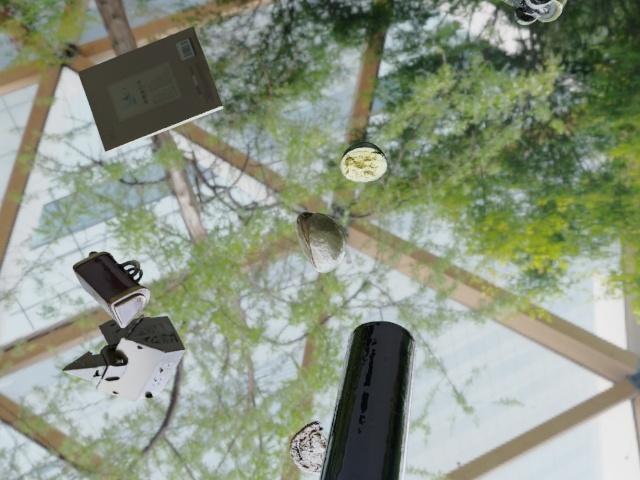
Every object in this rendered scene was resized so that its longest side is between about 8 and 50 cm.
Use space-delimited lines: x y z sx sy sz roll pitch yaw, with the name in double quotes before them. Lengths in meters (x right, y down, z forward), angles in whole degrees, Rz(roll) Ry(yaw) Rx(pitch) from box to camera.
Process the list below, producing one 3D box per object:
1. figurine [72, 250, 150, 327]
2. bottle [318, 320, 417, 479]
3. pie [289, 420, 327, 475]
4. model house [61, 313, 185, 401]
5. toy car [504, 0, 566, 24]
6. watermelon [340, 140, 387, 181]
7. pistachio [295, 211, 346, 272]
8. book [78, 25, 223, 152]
"figurine" -0.366 0.066 1.155 0.098 0.082 0.154 -39 -119 -22
"bottle" 0.039 0.175 0.575 0.082 0.072 0.245 8 -143 6
"pie" -0.018 0.435 1.349 0.088 0.191 0.033 -13 -148 8
"model house" -0.467 0.255 1.468 0.248 0.181 0.176 0 -138 -49
"toy car" 0.268 -0.437 0.984 0.256 0.125 0.101 31 -176 3
"watermelon" 0.094 -0.181 1.450 0.105 0.106 0.062 -10 -130 9
"pistachio" 0.000 0.000 1.666 0.124 0.185 0.125 -20 -139 18
"book" -0.414 -0.366 1.586 0.310 0.217 0.021 -20 175 3
